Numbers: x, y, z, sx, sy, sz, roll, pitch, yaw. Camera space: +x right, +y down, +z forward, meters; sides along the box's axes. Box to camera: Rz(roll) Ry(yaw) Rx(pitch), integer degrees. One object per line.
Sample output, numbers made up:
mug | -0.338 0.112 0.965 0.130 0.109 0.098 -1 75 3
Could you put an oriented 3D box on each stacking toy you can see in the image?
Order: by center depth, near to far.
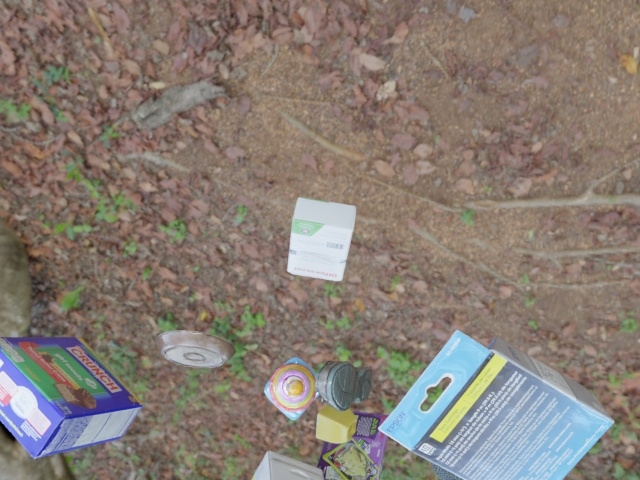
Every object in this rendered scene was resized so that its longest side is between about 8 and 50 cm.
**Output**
stacking toy | -0.087 0.476 2.045 0.165 0.175 0.302 43 169 6

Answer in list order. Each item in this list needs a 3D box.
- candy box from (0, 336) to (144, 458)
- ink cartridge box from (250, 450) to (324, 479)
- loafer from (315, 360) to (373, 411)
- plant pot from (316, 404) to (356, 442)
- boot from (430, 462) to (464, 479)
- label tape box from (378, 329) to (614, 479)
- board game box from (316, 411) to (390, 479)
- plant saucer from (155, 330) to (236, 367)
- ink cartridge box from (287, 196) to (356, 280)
candy box | -0.605 0.350 1.471 0.268 0.122 0.317 38 -179 18
ink cartridge box | -0.127 0.825 1.911 0.198 0.197 0.270 25 104 -15
loafer | 0.032 0.287 1.271 0.084 0.096 0.267 7 170 22
plant pot | 0.046 0.474 1.633 0.083 0.081 0.081 17 118 28
boot | 0.400 0.591 1.619 0.246 0.161 0.084 41 120 35
label tape box | 0.315 0.319 1.176 0.347 0.115 0.249 31 106 -8
board game box | 0.111 0.720 2.139 0.208 0.347 0.056 -2 119 18
plant saucer | -0.263 0.233 1.325 0.168 0.029 0.168 4 149 2
ink cartridge box | 0.000 0.000 1.711 0.160 0.093 0.219 10 139 0
